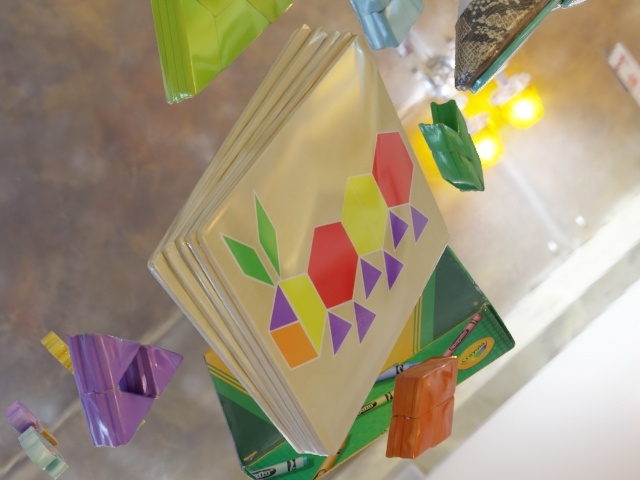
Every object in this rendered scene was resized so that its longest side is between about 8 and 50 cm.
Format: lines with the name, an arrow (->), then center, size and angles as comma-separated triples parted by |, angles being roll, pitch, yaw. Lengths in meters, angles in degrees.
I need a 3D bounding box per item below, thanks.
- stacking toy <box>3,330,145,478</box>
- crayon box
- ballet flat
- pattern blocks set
stacking toy -> -0.276, 0.185, 0.943 | 0.167, 0.052, 0.221 | -45, -149, -14
crayon box -> 0.032, 0.109, 0.981 | 0.278, 0.081, 0.165 | -35, -140, 5
ballet flat -> 0.317, -0.390, 1.444 | 0.483, 0.182, 0.164 | -37, 174, -25
pattern blocks set -> 0.000, 0.000, 0.475 | 0.026, 0.285, 0.325 | -5, -152, 35
